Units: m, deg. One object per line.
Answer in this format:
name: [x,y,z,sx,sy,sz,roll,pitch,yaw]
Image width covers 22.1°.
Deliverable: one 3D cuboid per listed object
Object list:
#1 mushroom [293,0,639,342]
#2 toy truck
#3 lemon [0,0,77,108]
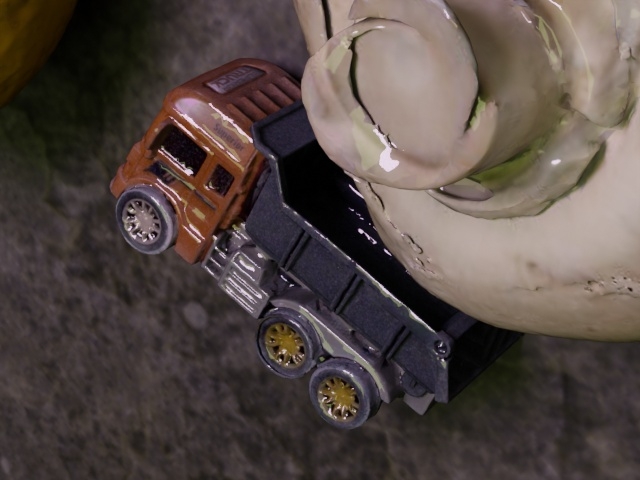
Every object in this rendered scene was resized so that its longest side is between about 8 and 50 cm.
mushroom: [0.082,-0.075,0.587,0.246,0.202,0.246,21,121,40]
toy truck: [0.000,0.000,0.751,0.192,0.083,0.092,41,128,13]
lemon: [-0.226,-0.162,0.750,0.228,0.228,0.254,-40,70,39]
